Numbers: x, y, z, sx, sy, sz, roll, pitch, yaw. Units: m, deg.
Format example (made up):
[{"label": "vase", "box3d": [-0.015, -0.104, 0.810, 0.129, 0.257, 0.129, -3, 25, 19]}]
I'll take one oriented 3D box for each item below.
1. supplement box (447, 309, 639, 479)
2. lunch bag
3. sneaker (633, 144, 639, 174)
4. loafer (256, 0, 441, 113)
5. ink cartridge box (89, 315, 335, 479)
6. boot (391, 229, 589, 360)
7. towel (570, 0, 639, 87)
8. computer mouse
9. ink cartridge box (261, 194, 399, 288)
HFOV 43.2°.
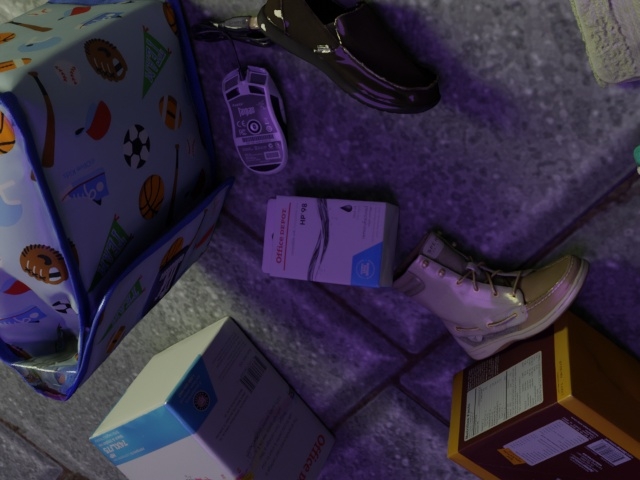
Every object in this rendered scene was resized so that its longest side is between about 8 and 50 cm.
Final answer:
[{"label": "supplement box", "box3d": [0.291, 0.220, 0.983, 0.191, 0.129, 0.194, 35, 131, -18]}, {"label": "lunch bag", "box3d": [-0.269, -0.055, 0.949, 0.239, 0.328, 0.385, 6, 123, 23]}, {"label": "sneaker", "box3d": [0.407, -0.149, 0.738, 0.275, 0.107, 0.110, -37, 84, 33]}, {"label": "loafer", "box3d": [0.035, -0.210, 0.857, 0.220, 0.080, 0.078, 30, 130, 3]}, {"label": "ink cartridge box", "box3d": [-0.155, 0.300, 1.222, 0.197, 0.198, 0.270, -29, 106, 36]}, {"label": "boot", "box3d": [0.193, 0.044, 0.962, 0.165, 0.077, 0.213, 40, 137, -6]}, {"label": "towel", "box3d": [0.295, -0.221, 0.766, 0.110, 0.027, 0.148, -15, 115, 31]}, {"label": "computer mouse", "box3d": [-0.082, -0.172, 0.965, 0.106, 0.042, 0.193, -3, 115, 21]}, {"label": "ink cartridge box", "box3d": [0.000, 0.000, 1.004, 0.180, 0.060, 0.104, 5, 90, 21]}]
